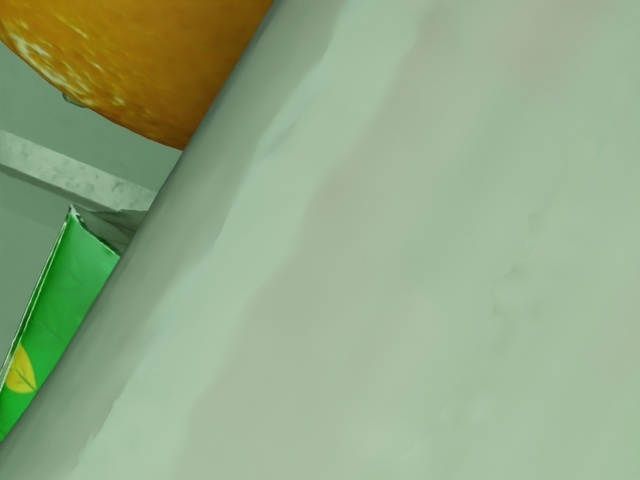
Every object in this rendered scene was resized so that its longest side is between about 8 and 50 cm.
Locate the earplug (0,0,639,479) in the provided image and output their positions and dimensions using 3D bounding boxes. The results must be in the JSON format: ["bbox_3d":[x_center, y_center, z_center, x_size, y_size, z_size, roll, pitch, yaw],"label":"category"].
[{"bbox_3d":[0.035,0.007,0.393,0.301,0.172,0.172,-60,8,9],"label":"earplug"}]

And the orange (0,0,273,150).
[{"bbox_3d":[-0.022,-0.252,0.915,0.424,0.326,0.424,-156,90,-85],"label":"orange"}]

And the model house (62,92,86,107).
[{"bbox_3d":[-0.070,-0.209,1.326,0.243,0.298,0.284,-117,44,-66],"label":"model house"}]

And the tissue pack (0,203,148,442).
[{"bbox_3d":[-0.035,0.113,0.661,0.156,0.148,0.209,3,-66,-54],"label":"tissue pack"}]
